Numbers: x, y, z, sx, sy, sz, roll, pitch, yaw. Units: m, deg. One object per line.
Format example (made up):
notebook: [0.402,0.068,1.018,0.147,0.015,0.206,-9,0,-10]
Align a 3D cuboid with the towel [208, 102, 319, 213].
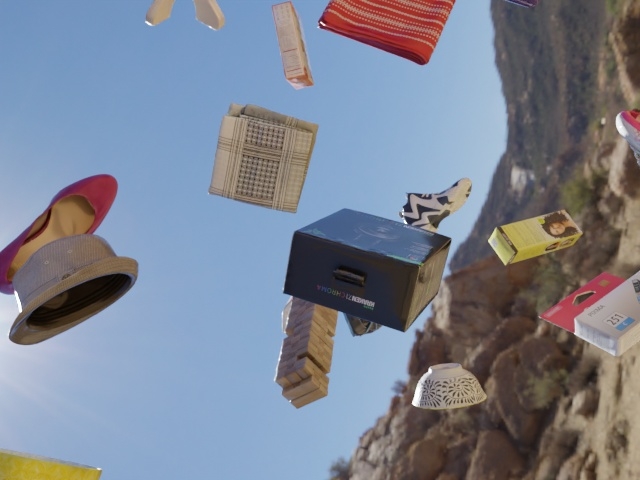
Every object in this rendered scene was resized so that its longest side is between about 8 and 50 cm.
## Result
towel: [-0.190,-0.271,2.401,0.056,0.313,0.324,-81,5,-80]

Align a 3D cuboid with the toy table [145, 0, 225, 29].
toy table: [-0.337,-0.646,1.813,0.252,0.274,0.160,-35,-24,-39]

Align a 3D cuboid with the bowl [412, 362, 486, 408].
bowl: [0.294,0.330,1.687,0.170,0.170,0.080,-7,-89,-69]

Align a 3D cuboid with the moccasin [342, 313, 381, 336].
moccasin: [0.146,0.233,2.358,0.342,0.117,0.137,18,-128,-78]

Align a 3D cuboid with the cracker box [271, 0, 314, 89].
cracker box: [-0.083,-0.599,2.256,0.156,0.067,0.232,-4,-97,-80]

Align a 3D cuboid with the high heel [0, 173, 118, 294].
high heel: [-0.563,-0.020,1.598,0.127,0.181,0.377,48,-117,-21]

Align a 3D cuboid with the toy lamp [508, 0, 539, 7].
toy lamp: [0.290,-0.517,1.333,0.080,0.275,0.080,-55,16,25]

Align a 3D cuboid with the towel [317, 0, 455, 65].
towel: [0.131,-0.426,1.259,0.031,0.199,0.274,103,-171,-59]

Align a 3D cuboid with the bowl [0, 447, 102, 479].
bowl: [-0.676,0.587,1.713,0.289,0.290,0.155,52,-133,-63]

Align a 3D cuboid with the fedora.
fedora: [-0.503,0.079,1.438,0.276,0.124,0.243,-32,-15,-4]

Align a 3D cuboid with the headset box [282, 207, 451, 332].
headset box: [0.093,0.049,1.403,0.283,0.247,0.131,-27,-49,-64]

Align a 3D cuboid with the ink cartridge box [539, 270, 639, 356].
ink cartridge box: [0.799,0.171,2.008,0.296,0.261,0.066,-28,-57,-25]

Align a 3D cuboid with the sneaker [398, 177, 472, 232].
sneaker: [0.331,-0.126,2.196,0.235,0.153,0.094,-51,-32,12]

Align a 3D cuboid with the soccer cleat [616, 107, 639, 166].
soccer cleat: [0.752,-0.165,1.598,0.143,0.331,0.116,-54,24,32]

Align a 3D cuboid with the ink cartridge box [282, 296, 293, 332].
ink cartridge box: [-0.073,0.153,2.069,0.145,0.045,0.179,-58,-32,-59]

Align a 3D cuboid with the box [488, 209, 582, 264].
box: [0.548,-0.010,1.860,0.232,0.087,0.058,-15,-32,-25]

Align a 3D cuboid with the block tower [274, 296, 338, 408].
block tower: [-0.025,0.230,1.740,0.091,0.097,0.335,48,-152,-27]
